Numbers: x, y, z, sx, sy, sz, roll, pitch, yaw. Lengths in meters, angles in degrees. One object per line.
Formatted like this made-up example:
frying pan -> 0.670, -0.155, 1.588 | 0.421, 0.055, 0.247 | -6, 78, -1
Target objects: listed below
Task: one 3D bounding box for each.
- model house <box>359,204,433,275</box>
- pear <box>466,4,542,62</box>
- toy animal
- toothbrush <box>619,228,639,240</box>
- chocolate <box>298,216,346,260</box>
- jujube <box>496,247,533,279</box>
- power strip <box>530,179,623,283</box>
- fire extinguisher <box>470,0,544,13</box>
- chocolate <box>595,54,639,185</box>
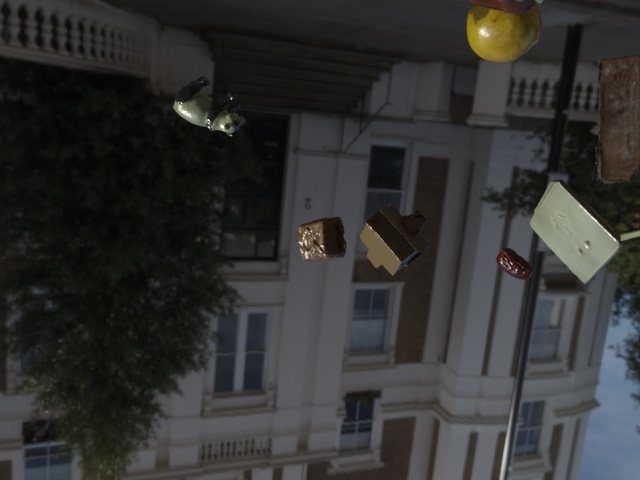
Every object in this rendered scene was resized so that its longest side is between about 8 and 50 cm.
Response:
model house -> 0.266, -0.027, 1.916 | 0.248, 0.181, 0.176 | -35, 167, -23
pear -> 0.522, -0.621, 1.750 | 0.209, 0.209, 0.209 | 5, -170, -1
toy animal -> -0.300, -0.363, 1.660 | 0.225, 0.121, 0.094 | 27, 169, 11
toothbrush -> 0.785, -0.008, 1.587 | 0.294, 0.026, 0.028 | -13, -149, 20
chocolate -> 0.000, 0.000, 2.093 | 0.093, 0.148, 0.214 | -9, 178, -26
jujube -> 0.659, 0.083, 2.056 | 0.129, 0.077, 0.077 | 40, -157, 19
power strip -> 0.597, -0.027, 1.401 | 0.064, 0.198, 0.213 | -28, -115, -15
fire extinguisher -> 0.401, -0.577, 1.360 | 0.147, 0.106, 0.337 | 17, -158, -12
chocolate -> 0.770, -0.306, 1.569 | 0.112, 0.321, 0.112 | -1, -172, 23
